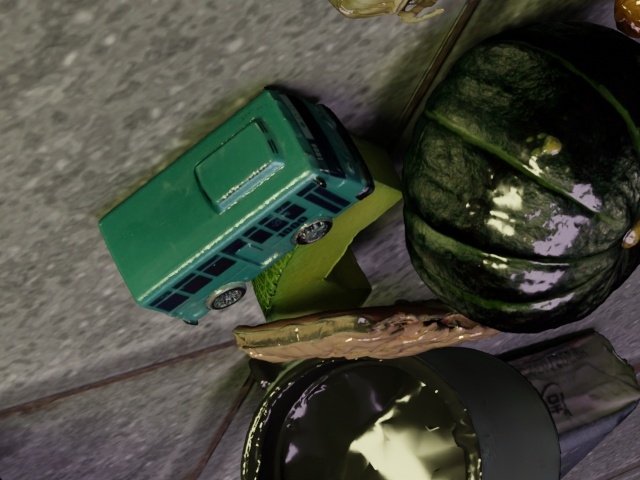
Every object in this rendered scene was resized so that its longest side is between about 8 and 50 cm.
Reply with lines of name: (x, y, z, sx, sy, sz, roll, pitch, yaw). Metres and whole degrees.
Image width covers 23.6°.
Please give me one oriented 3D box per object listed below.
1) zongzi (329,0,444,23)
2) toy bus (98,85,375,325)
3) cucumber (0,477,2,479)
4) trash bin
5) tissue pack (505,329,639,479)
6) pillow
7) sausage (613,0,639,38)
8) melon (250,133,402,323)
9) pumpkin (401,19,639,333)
zongzi: (0.003, -0.177, 0.705, 0.197, 0.099, 0.194, -19, 148, -30)
toy bus: (-0.055, -0.023, 0.980, 0.160, 0.079, 0.092, -36, 156, 16)
cucumber: (-0.281, 0.241, 1.126, 0.130, 0.191, 0.191, -36, 158, -8)
trash bin: (0.081, 0.201, 1.378, 0.217, 0.277, 0.262, -37, 164, 16)
tissue pack: (0.166, 0.281, 1.801, 0.288, 0.124, 0.394, -14, 151, -38)
pillow: (0.050, 0.063, 1.111, 0.126, 0.043, 0.232, -12, 172, 35)
sausage: (0.273, -0.181, 1.086, 0.183, 0.054, 0.062, -19, -174, -30)
melon: (0.000, 0.000, 1.116, 0.118, 0.064, 0.209, -13, 149, -34)
pumpkin: (0.154, -0.043, 1.049, 0.220, 0.162, 0.220, -35, 145, -29)
